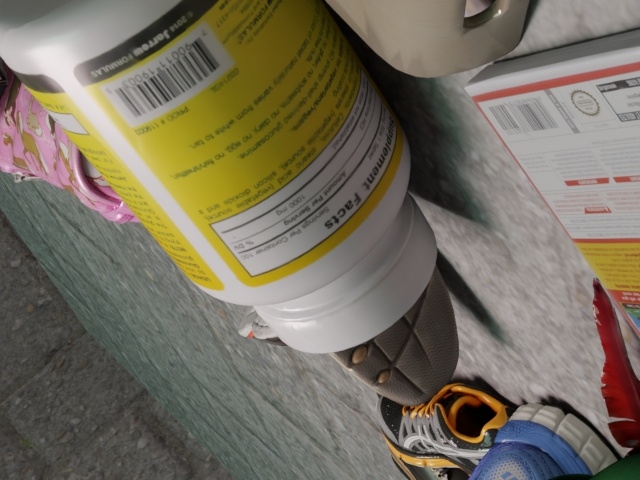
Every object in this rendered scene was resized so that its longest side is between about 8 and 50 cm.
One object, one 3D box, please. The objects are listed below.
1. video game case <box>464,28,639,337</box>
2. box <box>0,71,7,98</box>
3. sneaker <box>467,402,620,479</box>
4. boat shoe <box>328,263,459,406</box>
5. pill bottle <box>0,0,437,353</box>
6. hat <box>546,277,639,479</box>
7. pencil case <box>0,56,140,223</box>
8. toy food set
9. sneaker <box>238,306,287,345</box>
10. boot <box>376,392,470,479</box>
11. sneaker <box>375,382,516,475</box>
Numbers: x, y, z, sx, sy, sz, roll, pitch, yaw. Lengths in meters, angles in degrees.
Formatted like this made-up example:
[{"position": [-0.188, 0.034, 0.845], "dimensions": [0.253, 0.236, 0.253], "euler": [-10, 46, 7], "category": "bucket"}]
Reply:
[{"position": [0.207, 0.015, 0.744], "dimensions": [0.285, 0.025, 0.204], "euler": [53, 164, -13], "category": "video game case"}, {"position": [-0.439, -0.145, 1.474], "dimensions": [0.175, 0.051, 0.220], "euler": [47, 127, 17], "category": "box"}, {"position": [0.235, 0.296, 1.120], "dimensions": [0.330, 0.147, 0.130], "euler": [48, 165, 3], "category": "sneaker"}, {"position": [0.000, 0.000, 1.156], "dimensions": [0.324, 0.123, 0.116], "euler": [53, 173, 10], "category": "boat shoe"}, {"position": [-0.056, -0.079, 0.934], "dimensions": [0.188, 0.188, 0.334], "euler": [30, 161, 52], "category": "pill bottle"}, {"position": [0.259, 0.155, 0.947], "dimensions": [0.208, 0.183, 0.173], "euler": [6, -150, -44], "category": "hat"}, {"position": [-0.239, -0.124, 1.412], "dimensions": [0.386, 0.160, 0.167], "euler": [19, 132, 59], "category": "pencil case"}, {"position": [-0.009, -0.228, 0.691], "dimensions": [0.306, 0.092, 0.220], "euler": [48, 177, 10], "category": "toy food set"}, {"position": [-0.048, 0.100, 1.667], "dimensions": [0.065, 0.061, 0.158], "euler": [25, 172, -15], "category": "sneaker"}, {"position": [0.121, 0.219, 1.412], "dimensions": [0.198, 0.077, 0.137], "euler": [34, 153, 43], "category": "boot"}, {"position": [0.124, 0.165, 1.263], "dimensions": [0.215, 0.084, 0.083], "euler": [13, 139, 52], "category": "sneaker"}]
